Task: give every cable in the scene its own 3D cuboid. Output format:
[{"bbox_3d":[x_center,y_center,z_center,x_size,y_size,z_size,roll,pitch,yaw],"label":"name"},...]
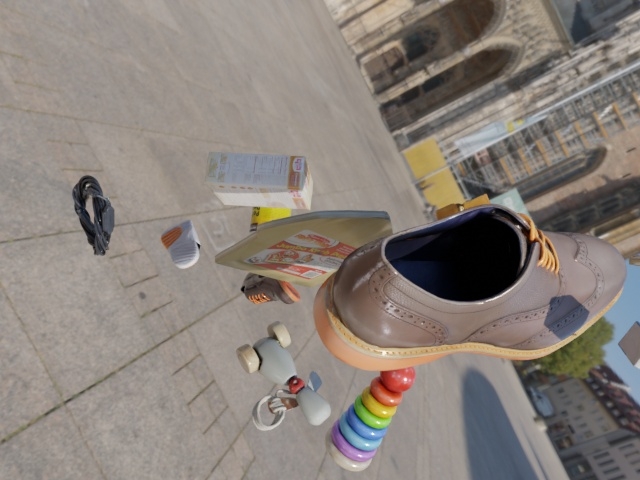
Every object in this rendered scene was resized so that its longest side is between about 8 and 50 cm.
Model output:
[{"bbox_3d":[-0.515,-0.050,1.153,0.151,0.184,0.047,34,38,30],"label":"cable"}]

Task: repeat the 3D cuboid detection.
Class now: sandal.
[{"bbox_3d":[-0.394,0.028,1.480,0.265,0.102,0.076,54,-13,55],"label":"sandal"}]

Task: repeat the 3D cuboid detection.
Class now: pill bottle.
[{"bbox_3d":[-0.149,-0.061,1.538,0.117,0.117,0.214,35,59,-65],"label":"pill bottle"}]

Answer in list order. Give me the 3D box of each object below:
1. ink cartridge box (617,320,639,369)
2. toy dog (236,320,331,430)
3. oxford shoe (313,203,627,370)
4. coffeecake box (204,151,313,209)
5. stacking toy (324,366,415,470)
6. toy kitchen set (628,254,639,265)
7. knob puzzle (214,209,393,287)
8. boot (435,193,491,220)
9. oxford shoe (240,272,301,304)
[{"bbox_3d":[0.299,0.106,0.425,0.083,0.028,0.048,30,18,8],"label":"ink cartridge box"},{"bbox_3d":[-0.107,0.399,1.462,0.161,0.220,0.333,91,-19,-49],"label":"toy dog"},{"bbox_3d":[0.180,0.036,0.478,0.130,0.364,0.132,67,-30,27],"label":"oxford shoe"},{"bbox_3d":[-0.115,-0.115,1.016,0.142,0.186,0.068,69,25,-76],"label":"coffeecake box"},{"bbox_3d":[0.142,0.438,1.329,0.141,0.330,0.141,25,23,-11],"label":"stacking toy"},{"bbox_3d":[0.709,0.071,1.109,0.083,0.068,0.075,2,-83,60],"label":"toy kitchen set"},{"bbox_3d":[0.000,0.000,0.612,0.213,0.213,0.030,42,37,-59],"label":"knob puzzle"},{"bbox_3d":[0.347,0.018,1.367,0.104,0.295,0.211,-5,68,-65],"label":"boot"},{"bbox_3d":[-0.133,0.134,1.329,0.097,0.098,0.271,48,-14,-20],"label":"oxford shoe"}]
